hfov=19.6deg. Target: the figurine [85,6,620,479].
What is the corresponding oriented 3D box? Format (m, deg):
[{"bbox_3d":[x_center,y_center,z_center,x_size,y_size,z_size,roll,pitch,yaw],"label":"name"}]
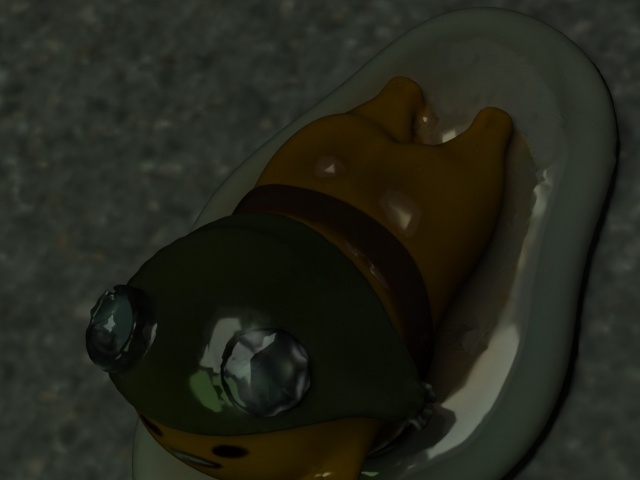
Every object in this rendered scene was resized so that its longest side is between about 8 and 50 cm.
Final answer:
[{"bbox_3d":[0.000,0.000,0.655,0.166,0.141,0.250,21,78,27],"label":"figurine"}]
